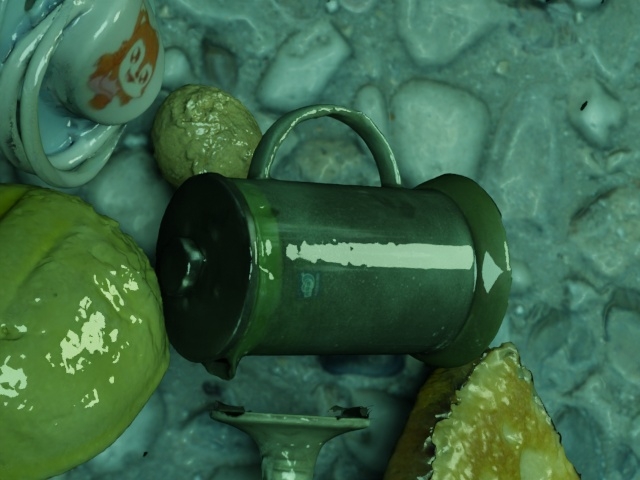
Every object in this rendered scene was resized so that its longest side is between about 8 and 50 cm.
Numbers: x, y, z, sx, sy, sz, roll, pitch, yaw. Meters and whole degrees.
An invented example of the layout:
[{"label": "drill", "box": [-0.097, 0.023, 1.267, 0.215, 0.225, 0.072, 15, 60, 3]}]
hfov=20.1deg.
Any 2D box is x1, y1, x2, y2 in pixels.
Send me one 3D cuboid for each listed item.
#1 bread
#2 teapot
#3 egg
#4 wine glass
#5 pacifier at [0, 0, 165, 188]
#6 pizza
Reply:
[{"label": "bread", "box": [-0.305, 0.088, 1.669, 0.320, 0.320, 0.237, -31, 119, -17]}, {"label": "teapot", "box": [0.000, 0.000, 1.786, 0.337, 0.200, 0.270, 1, 89, -34]}, {"label": "egg", "box": [-0.111, -0.096, 1.837, 0.118, 0.116, 0.140, -56, 135, -28]}, {"label": "wine glass", "box": [-0.040, 0.337, 1.821, 0.190, 0.190, 0.357, 8, 83, -19]}, {"label": "pacifier", "box": [-0.279, -0.200, 1.744, 0.233, 0.299, 0.244, 27, 69, 24]}, {"label": "pizza", "box": [0.170, 0.294, 1.889, 0.435, 0.080, 0.391, 2, 76, -51]}]
